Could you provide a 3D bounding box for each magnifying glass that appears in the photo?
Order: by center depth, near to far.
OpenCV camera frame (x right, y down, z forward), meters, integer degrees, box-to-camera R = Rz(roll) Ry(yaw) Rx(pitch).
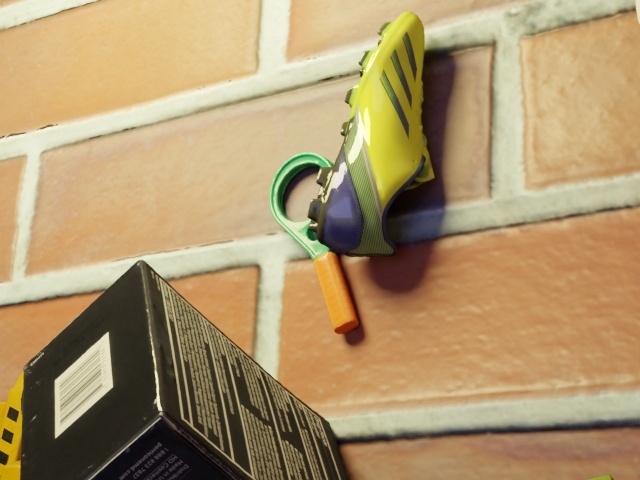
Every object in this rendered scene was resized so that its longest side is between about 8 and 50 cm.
[{"bbox_3d":[0.000,0.000,1.499,0.092,0.026,0.231,-30,56,21],"label":"magnifying glass"}]

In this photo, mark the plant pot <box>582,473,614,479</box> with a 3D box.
[{"bbox_3d":[0.240,0.252,1.210,0.079,0.083,0.083,-25,59,9],"label":"plant pot"}]

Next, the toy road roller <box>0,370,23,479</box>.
[{"bbox_3d":[-0.288,0.285,1.474,0.241,0.202,0.329,-13,59,43],"label":"toy road roller"}]

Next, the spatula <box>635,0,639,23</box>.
[{"bbox_3d":[0.404,-0.204,1.315,0.168,0.019,0.242,-14,65,23],"label":"spatula"}]

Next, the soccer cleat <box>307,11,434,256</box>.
[{"bbox_3d":[0.078,-0.114,1.468,0.121,0.093,0.289,17,75,6],"label":"soccer cleat"}]

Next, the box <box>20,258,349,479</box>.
[{"bbox_3d":[-0.119,0.224,1.250,0.183,0.294,0.296,-42,25,10],"label":"box"}]
